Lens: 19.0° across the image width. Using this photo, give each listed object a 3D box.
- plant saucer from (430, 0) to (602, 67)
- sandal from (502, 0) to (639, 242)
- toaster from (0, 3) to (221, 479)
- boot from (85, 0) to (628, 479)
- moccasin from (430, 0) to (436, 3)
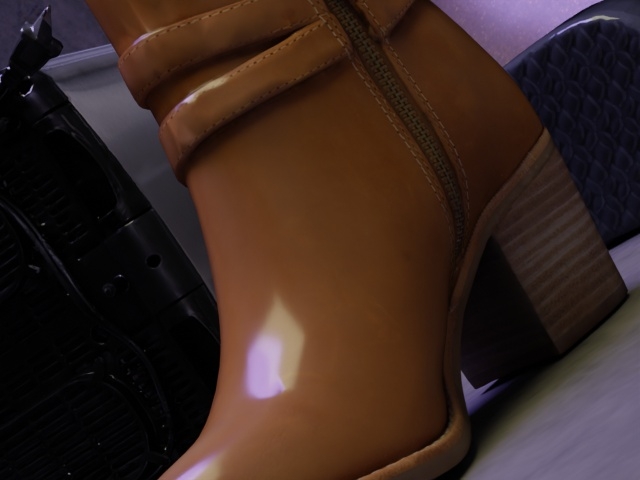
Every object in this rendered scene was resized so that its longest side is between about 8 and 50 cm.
[{"bbox_3d":[0.073,-0.073,0.763,0.036,0.198,0.198,17,-39,-43],"label":"plant saucer"},{"bbox_3d":[0.047,-0.015,0.703,0.254,0.097,0.054,-19,12,40],"label":"sandal"},{"bbox_3d":[-0.091,0.028,0.689,0.186,0.168,0.110,-34,1,26],"label":"toaster"},{"bbox_3d":[-0.016,-0.007,0.483,0.073,0.152,0.197,-33,2,41],"label":"boot"},{"bbox_3d":[0.136,-0.109,0.852,0.342,0.116,0.138,-6,3,32],"label":"moccasin"}]
